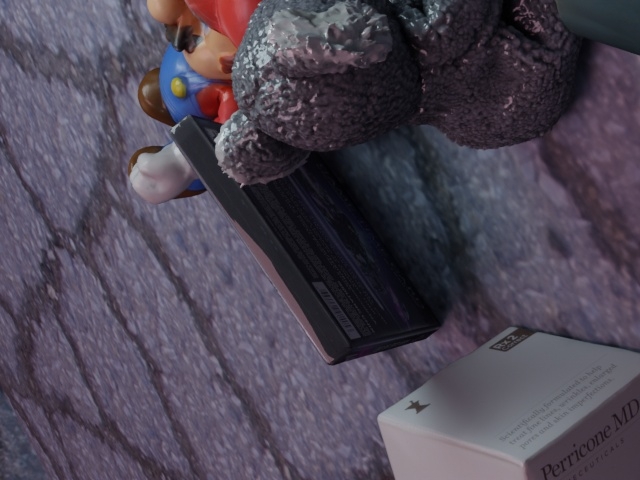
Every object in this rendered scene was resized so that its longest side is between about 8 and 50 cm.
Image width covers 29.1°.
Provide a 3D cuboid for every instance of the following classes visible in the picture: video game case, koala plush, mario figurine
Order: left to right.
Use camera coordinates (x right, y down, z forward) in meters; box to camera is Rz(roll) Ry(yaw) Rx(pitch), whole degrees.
[{"bbox_3d":[-0.111,-0.159,1.028,0.198,0.170,0.320,58,149,9],"label":"mario figurine"},{"bbox_3d":[0.000,0.000,0.943,0.026,0.274,0.196,-38,78,13],"label":"video game case"},{"bbox_3d":[0.037,-0.124,0.791,0.203,0.221,0.196,56,147,8],"label":"koala plush"}]

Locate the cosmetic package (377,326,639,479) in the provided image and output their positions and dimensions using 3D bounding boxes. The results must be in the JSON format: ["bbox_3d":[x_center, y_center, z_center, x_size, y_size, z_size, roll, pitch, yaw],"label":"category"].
[{"bbox_3d":[0.162,0.186,0.912,0.151,0.151,0.184,10,122,51],"label":"cosmetic package"}]

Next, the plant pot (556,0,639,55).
[{"bbox_3d":[0.254,-0.157,0.418,0.235,0.293,0.293,30,138,19],"label":"plant pot"}]
